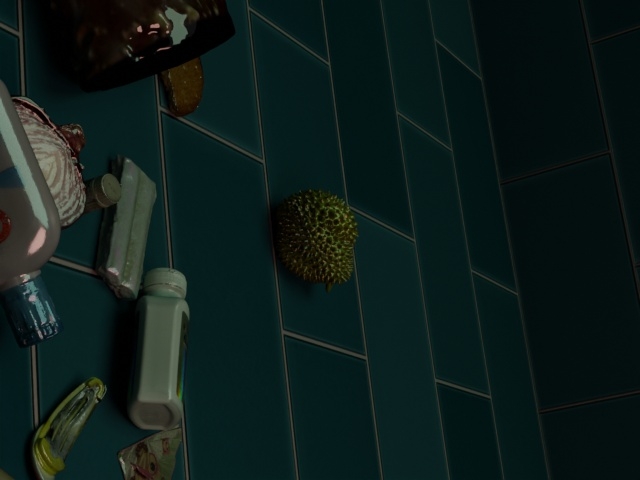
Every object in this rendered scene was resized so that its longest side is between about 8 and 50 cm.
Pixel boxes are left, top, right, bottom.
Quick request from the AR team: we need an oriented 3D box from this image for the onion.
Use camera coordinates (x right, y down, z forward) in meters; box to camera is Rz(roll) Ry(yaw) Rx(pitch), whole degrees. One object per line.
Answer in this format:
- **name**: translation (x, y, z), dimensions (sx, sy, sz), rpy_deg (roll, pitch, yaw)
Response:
- **onion**: translation (-0.395, -0.107, 1.682), dimensions (0.151, 0.098, 0.206), rpy_deg (-44, 119, -36)

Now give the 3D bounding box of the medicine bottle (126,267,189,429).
- **medicine bottle**: translation (-0.236, 0.153, 1.846), dimensions (0.121, 0.083, 0.229), rpy_deg (100, -9, -59)

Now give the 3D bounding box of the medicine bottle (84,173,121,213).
- **medicine bottle**: translation (-0.331, -0.064, 1.805), dimensions (0.047, 0.083, 0.047), rpy_deg (40, 42, -49)

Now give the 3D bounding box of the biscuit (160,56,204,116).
- **biscuit**: translation (-0.247, -0.310, 2.177), dimensions (0.126, 0.025, 0.206), rpy_deg (-2, 78, -63)

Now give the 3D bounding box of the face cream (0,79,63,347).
- **face cream**: translation (-0.412, -0.029, 1.562), dimensions (0.080, 0.163, 0.336), rpy_deg (-153, -138, -77)

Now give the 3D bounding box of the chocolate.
- **chocolate**: translation (-0.285, -0.365, 1.926), dimensions (0.210, 0.225, 0.340), rpy_deg (64, 24, -4)

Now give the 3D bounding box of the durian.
- **durian**: translation (-0.003, -0.003, 2.345), dimensions (0.159, 0.146, 0.198), rpy_deg (-7, 79, -62)

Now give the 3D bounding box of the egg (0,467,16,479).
- **egg**: translation (-0.403, 0.320, 1.301), dimensions (0.295, 0.218, 0.218), rpy_deg (52, 32, -17)

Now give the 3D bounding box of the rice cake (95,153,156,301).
- **rice cake**: translation (-0.294, -0.021, 1.903), dimensions (0.085, 0.040, 0.226), rpy_deg (45, 38, -45)

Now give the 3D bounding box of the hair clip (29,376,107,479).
- **hair clip**: translation (-0.339, 0.247, 1.671), dimensions (0.060, 0.033, 0.188), rpy_deg (60, 32, -22)

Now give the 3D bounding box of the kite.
- **kite**: translation (-0.222, 0.372, 1.858), dimensions (0.250, 0.012, 0.229), rpy_deg (52, 34, -39)
